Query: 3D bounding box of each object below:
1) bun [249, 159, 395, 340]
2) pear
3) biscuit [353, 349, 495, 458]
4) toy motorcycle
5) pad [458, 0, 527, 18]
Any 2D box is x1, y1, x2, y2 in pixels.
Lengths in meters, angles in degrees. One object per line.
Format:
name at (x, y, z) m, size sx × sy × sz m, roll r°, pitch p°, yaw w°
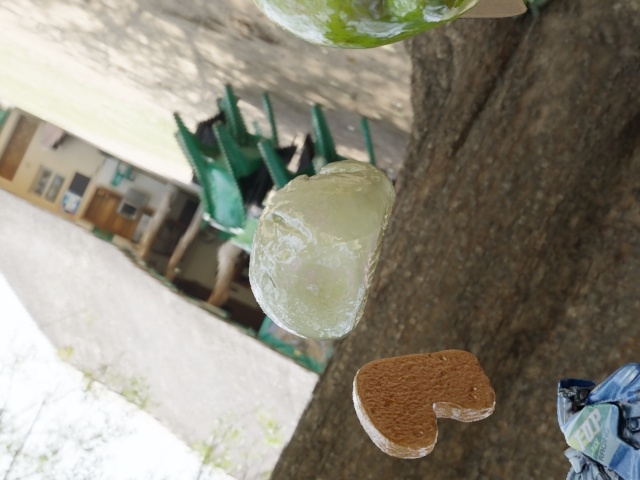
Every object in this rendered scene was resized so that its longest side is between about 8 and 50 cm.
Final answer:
bun at (0.000, 0.000, 0.880) m, size 0.128 × 0.178 × 0.193 m, roll 16°, pitch -140°, yaw 6°
pear at (0.030, -0.218, 0.606) m, size 0.187 × 0.187 × 0.220 m, roll 27°, pitch -151°, yaw -45°
biscuit at (0.142, 0.215, 1.150) m, size 0.192 × 0.036 × 0.186 m, roll -6°, pitch -152°, yaw -13°
toy motorcycle at (0.283, 0.144, 0.754) m, size 0.092 × 0.254 × 0.135 m, roll 4°, pitch -133°, yaw -33°
pad at (0.095, -0.371, 1.140) m, size 0.315 × 0.063 × 0.375 m, roll -1°, pitch -150°, yaw 3°
